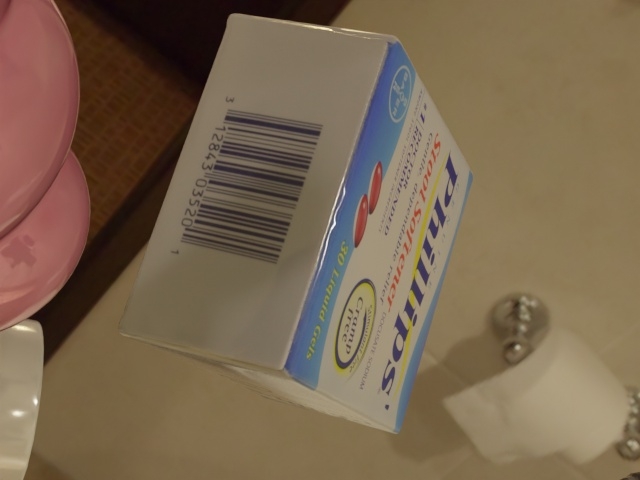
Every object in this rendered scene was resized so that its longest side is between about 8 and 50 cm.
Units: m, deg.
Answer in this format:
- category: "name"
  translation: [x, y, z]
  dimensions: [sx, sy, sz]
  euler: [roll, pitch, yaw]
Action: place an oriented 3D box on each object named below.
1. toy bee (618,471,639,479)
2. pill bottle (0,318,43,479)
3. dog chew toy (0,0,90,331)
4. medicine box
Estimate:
- category: "toy bee"
  translation: [0.199, 0.192, 0.370]
  dimensions: [0.162, 0.195, 0.298]
  euler: [14, 1, 37]
- category: "pill bottle"
  translation: [-0.352, 0.106, 0.761]
  dimensions: [0.279, 0.162, 0.162]
  euler: [10, 42, -21]
- category: "dog chew toy"
  translation: [-0.201, -0.076, 0.454]
  dimensions: [0.331, 0.207, 0.206]
  euler: [75, -1, -49]
- category: "medicine box"
  translation: [0.000, 0.000, 0.884]
  dimensions: [0.149, 0.263, 0.289]
  euler: [12, -13, 24]
